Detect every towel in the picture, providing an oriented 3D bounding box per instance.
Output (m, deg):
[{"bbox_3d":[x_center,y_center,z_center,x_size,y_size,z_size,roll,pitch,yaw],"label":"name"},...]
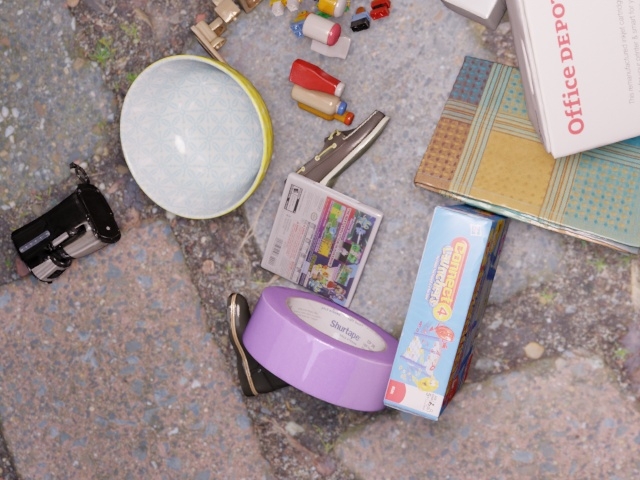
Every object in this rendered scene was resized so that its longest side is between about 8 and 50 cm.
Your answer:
[{"bbox_3d":[0.369,-0.147,1.434,0.370,0.040,0.272,18,70,17],"label":"towel"}]

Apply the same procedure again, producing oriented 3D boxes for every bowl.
[{"bbox_3d":[-0.197,-0.194,1.584,0.289,0.156,0.290,6,107,21],"label":"bowl"}]

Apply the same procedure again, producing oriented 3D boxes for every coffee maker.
[{"bbox_3d":[-0.506,-0.028,1.733,0.178,0.120,0.171,-28,61,15],"label":"coffee maker"}]

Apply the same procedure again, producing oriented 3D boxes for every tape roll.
[{"bbox_3d":[0.010,0.179,1.488,0.274,0.275,0.090,27,99,14],"label":"tape roll"}]

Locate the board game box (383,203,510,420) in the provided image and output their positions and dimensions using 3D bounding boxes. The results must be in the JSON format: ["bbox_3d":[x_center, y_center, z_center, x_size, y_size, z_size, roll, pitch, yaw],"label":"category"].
[{"bbox_3d":[0.211,0.099,1.408,0.086,0.302,0.308,16,98,16],"label":"board game box"}]

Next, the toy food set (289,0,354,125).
[{"bbox_3d":[0.020,-0.300,1.509,0.104,0.111,0.232,26,126,13],"label":"toy food set"}]

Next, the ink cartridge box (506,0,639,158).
[{"bbox_3d":[0.485,-0.324,1.285,0.394,0.166,0.286,-15,118,7],"label":"ink cartridge box"}]

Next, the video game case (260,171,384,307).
[{"bbox_3d":[0.000,0.000,1.576,0.183,0.023,0.201,25,119,11],"label":"video game case"}]

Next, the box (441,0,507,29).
[{"bbox_3d":[0.263,-0.418,1.470,0.102,0.101,0.087,29,101,15],"label":"box"}]

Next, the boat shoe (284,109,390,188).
[{"bbox_3d":[0.028,-0.155,1.566,0.069,0.081,0.228,47,107,6],"label":"boat shoe"}]

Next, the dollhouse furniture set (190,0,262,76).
[{"bbox_3d":[-0.134,-0.377,1.588,0.151,0.144,0.123,-41,86,0],"label":"dollhouse furniture set"}]

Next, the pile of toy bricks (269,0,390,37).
[{"bbox_3d":[0.027,-0.440,1.555,0.212,0.118,0.105,-10,55,28],"label":"pile of toy bricks"}]

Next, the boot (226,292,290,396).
[{"bbox_3d":[-0.091,0.184,1.633,0.137,0.077,0.198,-10,103,13],"label":"boot"}]
